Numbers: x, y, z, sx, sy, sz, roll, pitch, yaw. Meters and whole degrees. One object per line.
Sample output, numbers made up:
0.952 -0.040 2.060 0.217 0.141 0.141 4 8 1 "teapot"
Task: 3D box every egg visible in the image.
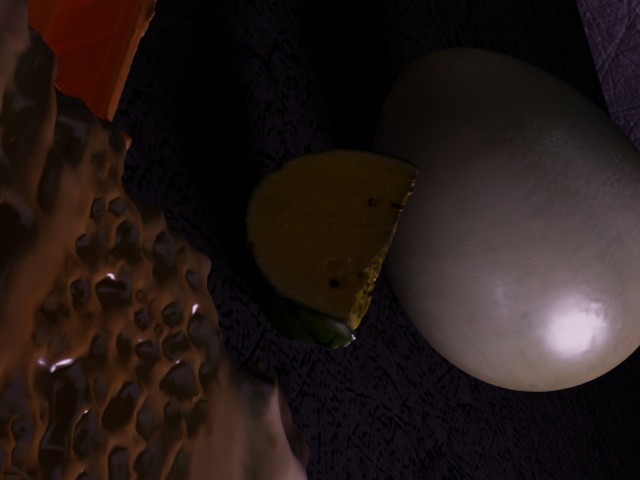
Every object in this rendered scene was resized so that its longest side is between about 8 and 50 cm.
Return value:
0.145 -0.019 1.309 0.295 0.218 0.218 53 28 -24 "egg"

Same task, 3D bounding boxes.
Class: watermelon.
-0.008 -0.007 1.057 0.075 0.092 0.181 54 35 -21 "watermelon"

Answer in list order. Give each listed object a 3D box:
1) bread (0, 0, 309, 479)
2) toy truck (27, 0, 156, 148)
-0.159 0.075 0.409 0.315 0.211 0.270 56 35 -31 "bread"
-0.123 -0.147 0.737 0.270 0.135 0.114 -81 151 -47 "toy truck"
